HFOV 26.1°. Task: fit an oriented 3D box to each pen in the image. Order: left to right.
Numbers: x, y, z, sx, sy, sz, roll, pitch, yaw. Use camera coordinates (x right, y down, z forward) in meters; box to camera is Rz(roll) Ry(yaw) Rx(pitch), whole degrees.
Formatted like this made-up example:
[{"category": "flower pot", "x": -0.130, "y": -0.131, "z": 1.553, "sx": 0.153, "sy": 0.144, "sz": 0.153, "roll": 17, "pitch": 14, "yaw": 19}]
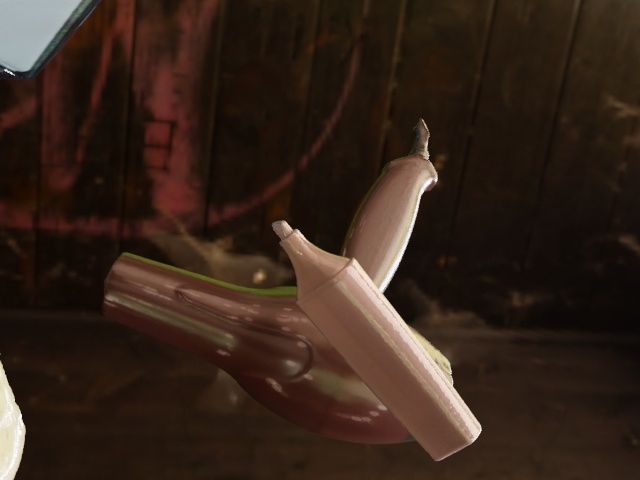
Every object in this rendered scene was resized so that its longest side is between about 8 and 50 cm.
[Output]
[{"category": "pen", "x": 0.032, "y": 0.063, "z": 0.927, "sx": 0.197, "sy": 0.053, "sz": 0.032, "roll": 51, "pitch": -145, "yaw": -7}]

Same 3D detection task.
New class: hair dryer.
[{"category": "hair dryer", "x": 0.000, "y": 0.000, "z": 1.260, "sx": 0.313, "sy": 0.123, "sz": 0.340, "roll": 25, "pitch": -120, "yaw": -3}]

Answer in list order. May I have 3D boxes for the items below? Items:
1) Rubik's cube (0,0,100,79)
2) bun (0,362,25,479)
[{"category": "Rubik's cube", "x": -0.247, "y": -0.241, "z": 0.748, "sx": 0.250, "sy": 0.248, "sz": 0.246, "roll": -1, "pitch": 169, "yaw": -25}, {"category": "bun", "x": -0.287, "y": 0.088, "z": 0.848, "sx": 0.237, "sy": 0.210, "sz": 0.116, "roll": 23, "pitch": -168, "yaw": 5}]
